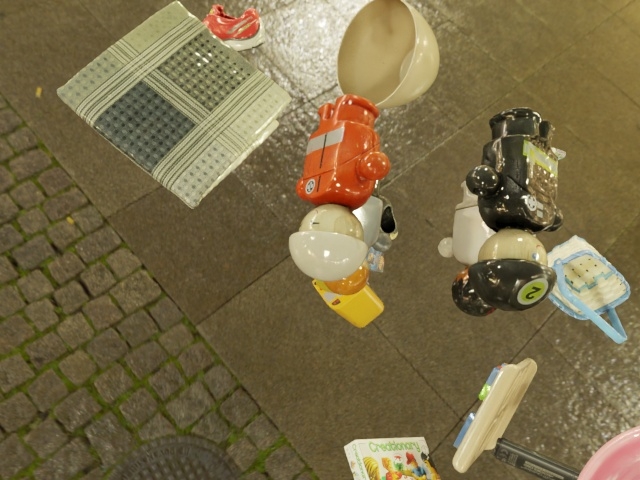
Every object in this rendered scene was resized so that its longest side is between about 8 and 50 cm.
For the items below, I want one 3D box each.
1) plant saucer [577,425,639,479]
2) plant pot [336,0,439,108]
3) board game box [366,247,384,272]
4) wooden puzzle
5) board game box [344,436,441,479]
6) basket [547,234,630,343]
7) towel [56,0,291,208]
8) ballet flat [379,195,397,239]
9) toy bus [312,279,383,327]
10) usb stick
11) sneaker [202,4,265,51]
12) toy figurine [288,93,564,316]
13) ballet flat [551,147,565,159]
[{"bbox_3d":[0.535,0.431,0.776,0.084,0.332,0.332,41,57,-28],"label":"plant saucer"},{"bbox_3d":[0.207,-0.479,1.451,0.191,0.284,0.283,3,62,-40],"label":"plant pot"},{"bbox_3d":[0.153,0.020,1.678,0.060,0.194,0.194,9,73,25],"label":"board game box"},{"bbox_3d":[0.491,0.478,1.555,0.081,0.348,0.321,29,96,32],"label":"wooden puzzle"},{"bbox_3d":[0.210,0.633,1.454,0.305,0.053,0.192,17,41,-43],"label":"board game box"},{"bbox_3d":[0.789,0.145,1.612,0.255,0.201,0.289,41,28,-10],"label":"basket"},{"bbox_3d":[-0.254,-0.261,1.012,0.312,0.056,0.324,39,62,-4],"label":"towel"},{"bbox_3d":[0.183,-0.055,1.515,0.058,0.173,0.049,-27,47,0],"label":"ballet flat"},{"bbox_3d":[0.085,0.148,1.474,0.108,0.332,0.130,-40,64,1],"label":"toy bus"},{"bbox_3d":[0.604,0.607,1.443,0.278,0.077,0.045,18,35,22],"label":"usb stick"},{"bbox_3d":[-0.274,-0.547,1.409,0.279,0.118,0.107,-1,24,18],"label":"sneaker"},{"bbox_3d":[0.085,-0.011,0.470,0.213,0.209,0.148,7,75,7],"label":"toy figurine"},{"bbox_3d":[0.595,-0.234,1.456,0.115,0.041,0.041,0,56,33],"label":"ballet flat"}]
